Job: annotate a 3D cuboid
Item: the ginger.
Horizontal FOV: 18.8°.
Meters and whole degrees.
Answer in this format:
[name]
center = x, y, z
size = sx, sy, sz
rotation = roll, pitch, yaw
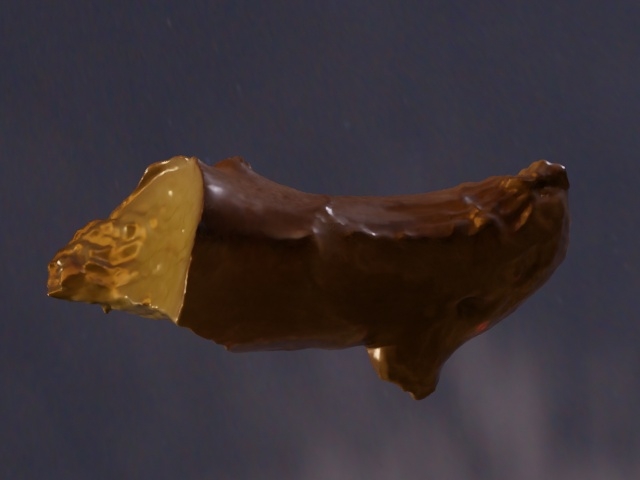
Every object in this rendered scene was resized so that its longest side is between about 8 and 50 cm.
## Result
[ginger]
center = -0.001, 0.006, 0.500
size = 0.137, 0.057, 0.044
rotation = 2, -41, -13
